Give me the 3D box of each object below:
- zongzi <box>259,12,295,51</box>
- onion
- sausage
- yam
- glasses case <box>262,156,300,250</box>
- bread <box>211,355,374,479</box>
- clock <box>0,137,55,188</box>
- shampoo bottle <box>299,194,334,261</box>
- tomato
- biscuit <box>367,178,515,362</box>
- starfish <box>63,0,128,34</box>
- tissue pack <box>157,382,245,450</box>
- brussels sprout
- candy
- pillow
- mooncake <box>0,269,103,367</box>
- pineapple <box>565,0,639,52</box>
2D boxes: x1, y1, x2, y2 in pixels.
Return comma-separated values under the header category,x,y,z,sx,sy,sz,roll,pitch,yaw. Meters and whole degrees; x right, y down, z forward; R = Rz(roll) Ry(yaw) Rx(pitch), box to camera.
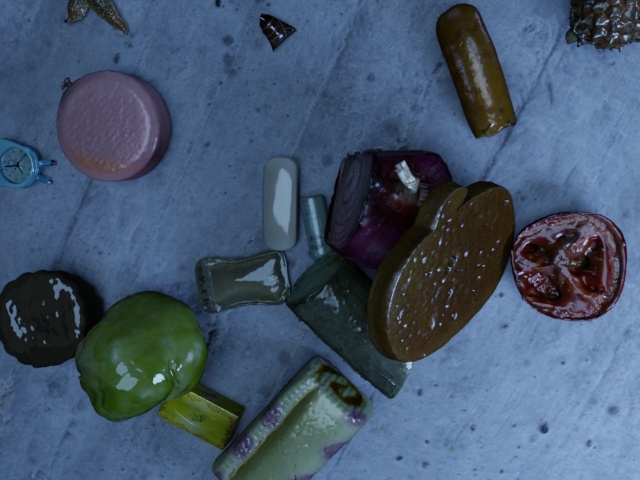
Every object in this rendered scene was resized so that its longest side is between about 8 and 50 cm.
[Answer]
category,x,y,z,sx,sy,sz,roll,pitch,yaw
zongzi,-0.107,-0.458,1.411,0.067,0.073,0.083,-41,128,12
onion,0.146,-0.064,1.318,0.230,0.272,0.256,14,113,-25
sausage,0.305,-0.337,1.324,0.109,0.109,0.270,-19,91,12
yam,0.085,0.172,1.375,0.304,0.168,0.168,42,102,-8
glasses case,-0.085,-0.079,1.448,0.081,0.051,0.204,4,98,11
bread,-0.059,0.428,1.456,0.187,0.155,0.338,43,103,9
clock,-0.692,-0.173,1.548,0.147,0.045,0.108,15,100,7
shampoo bottle,0.000,0.000,1.442,0.056,0.056,0.195,-11,95,11
tomato,0.496,0.045,1.341,0.228,0.101,0.228,0,91,15
biscuit,0.230,0.041,1.261,0.070,0.394,0.350,27,136,41
starfish,-0.522,-0.591,1.466,0.295,0.048,0.231,33,111,7
tissue pack,-0.274,0.394,1.536,0.176,0.062,0.095,27,101,7
brussels sprout,-0.380,0.244,1.440,0.274,0.316,0.242,-40,109,-9
candy,-0.460,-0.255,1.470,0.255,0.094,0.255,1,97,10
pillow,-0.175,0.093,1.495,0.218,0.033,0.130,-6,95,11
mooncake,-0.620,0.175,1.542,0.228,0.124,0.228,0,93,7
pineapple,0.545,-0.433,1.247,0.193,0.166,0.166,-35,90,29
